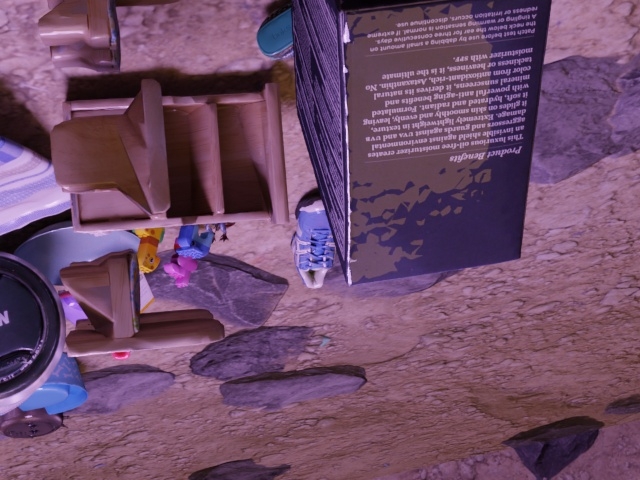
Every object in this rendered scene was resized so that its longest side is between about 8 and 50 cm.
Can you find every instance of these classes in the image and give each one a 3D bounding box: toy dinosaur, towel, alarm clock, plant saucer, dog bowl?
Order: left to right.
[{"bbox_3d":[-0.424,-0.052,1.371,0.209,0.034,0.285,-22,169,4],"label":"towel"},{"bbox_3d":[-0.580,0.274,2.030,0.297,0.074,0.166,-11,155,-1],"label":"dog bowl"},{"bbox_3d":[-0.602,0.357,2.210,0.192,0.064,0.129,-3,153,-10],"label":"alarm clock"},{"bbox_3d":[-0.355,0.010,1.623,0.195,0.037,0.195,-8,155,-4],"label":"plant saucer"},{"bbox_3d":[-0.165,-0.033,1.630,0.047,0.090,0.082,-3,121,14],"label":"toy dinosaur"}]

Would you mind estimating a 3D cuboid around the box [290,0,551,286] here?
[{"bbox_3d":[0.078,-0.169,1.038,0.183,0.296,0.294,-8,132,-7],"label":"box"}]

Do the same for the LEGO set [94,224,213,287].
[{"bbox_3d":[-0.235,0.009,1.545,0.087,0.093,0.227,-8,153,42],"label":"LEGO set"}]

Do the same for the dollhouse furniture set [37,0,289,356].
[{"bbox_3d":[-0.144,-0.090,1.166,0.257,0.362,0.394,-5,-178,-10],"label":"dollhouse furniture set"}]

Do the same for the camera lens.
[{"bbox_3d":[-0.490,0.143,1.584,0.219,0.219,0.274,-1,167,-21],"label":"camera lens"}]

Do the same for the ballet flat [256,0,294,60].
[{"bbox_3d":[0.014,-0.258,1.213,0.188,0.070,0.070,-23,152,26],"label":"ballet flat"}]

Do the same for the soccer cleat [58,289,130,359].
[{"bbox_3d":[-0.352,0.131,1.763,0.083,0.095,0.248,-10,166,5],"label":"soccer cleat"}]

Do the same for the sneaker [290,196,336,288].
[{"bbox_3d":[0.000,0.000,1.696,0.080,0.081,0.211,-6,152,-7],"label":"sneaker"}]

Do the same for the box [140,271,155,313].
[{"bbox_3d":[-0.299,0.085,1.678,0.081,0.028,0.136,-46,159,-18],"label":"box"}]
